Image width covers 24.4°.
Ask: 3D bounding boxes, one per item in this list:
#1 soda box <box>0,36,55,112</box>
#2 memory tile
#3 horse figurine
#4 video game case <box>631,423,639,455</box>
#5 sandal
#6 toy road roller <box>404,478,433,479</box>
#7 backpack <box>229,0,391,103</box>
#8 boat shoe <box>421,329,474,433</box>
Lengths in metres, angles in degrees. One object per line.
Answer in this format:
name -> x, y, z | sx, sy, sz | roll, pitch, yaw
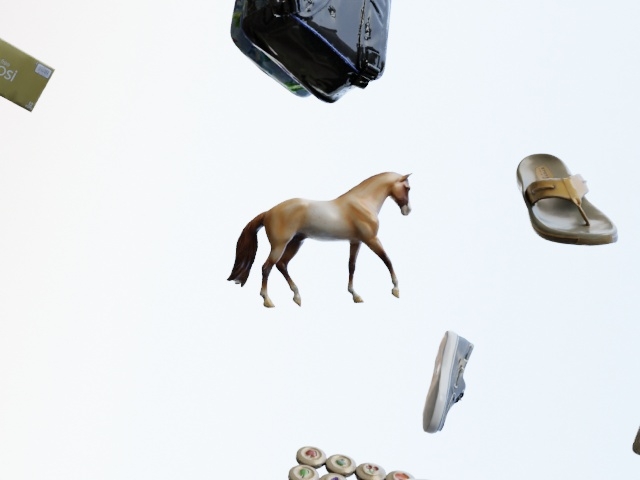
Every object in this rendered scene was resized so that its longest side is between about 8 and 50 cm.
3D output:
soda box -> -0.380, -0.207, 1.597 | 0.061, 0.181, 0.058 | 30, -90, 48
memory tile -> 0.033, 0.285, 1.704 | 0.113, 0.148, 0.012 | -63, 165, -59
horse figurine -> 0.000, 0.000, 1.974 | 0.066, 0.263, 0.175 | 76, 9, -84
video game case -> 0.378, 0.072, 1.118 | 0.025, 0.204, 0.285 | -18, 128, -65
sandal -> 0.229, -0.047, 1.415 | 0.180, 0.072, 0.049 | -108, -168, -58
toy road roller -> 0.119, 0.292, 1.148 | 0.202, 0.241, 0.329 | -39, 169, 33
backpack -> -0.007, -0.163, 1.016 | 0.084, 0.105, 0.114 | -20, -134, 41
boat shoe -> 0.154, 0.170, 1.757 | 0.049, 0.040, 0.142 | 121, -11, -53
